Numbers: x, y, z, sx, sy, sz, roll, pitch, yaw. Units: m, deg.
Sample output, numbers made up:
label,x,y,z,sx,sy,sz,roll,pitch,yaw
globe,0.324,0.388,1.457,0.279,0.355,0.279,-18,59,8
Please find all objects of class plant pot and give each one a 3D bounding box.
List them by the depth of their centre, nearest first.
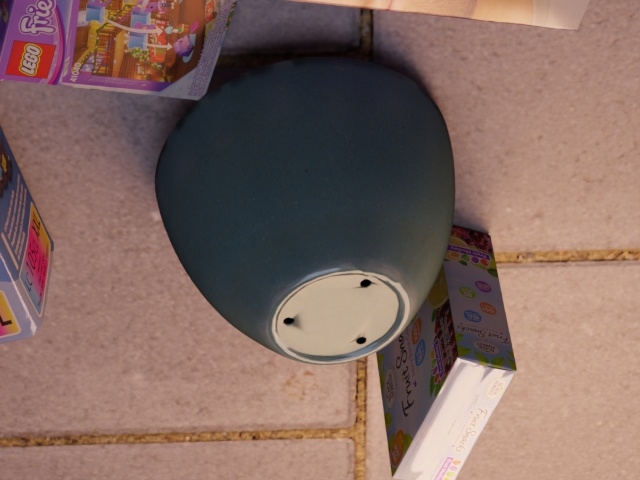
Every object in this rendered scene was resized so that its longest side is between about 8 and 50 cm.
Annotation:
label,x,y,z,sx,sy,sz,roll,pitch,yaw
plant pot,0.000,0.000,1.842,0.290,0.195,0.290,-7,137,-7

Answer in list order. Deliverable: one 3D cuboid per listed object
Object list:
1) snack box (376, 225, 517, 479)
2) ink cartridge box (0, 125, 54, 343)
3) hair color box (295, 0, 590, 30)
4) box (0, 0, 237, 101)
label,x,y,z,sx,sy,sz,roll,pitch,yaw
snack box,0.121,0.114,1.967,0.070,0.207,0.174,14,128,-14
ink cartridge box,-0.442,-0.071,1.822,0.270,0.151,0.395,-13,127,7
hair color box,0.086,-0.292,1.659,0.338,0.110,0.185,4,130,-20
box,-0.163,-0.261,1.717,0.200,0.057,0.293,5,130,-22
